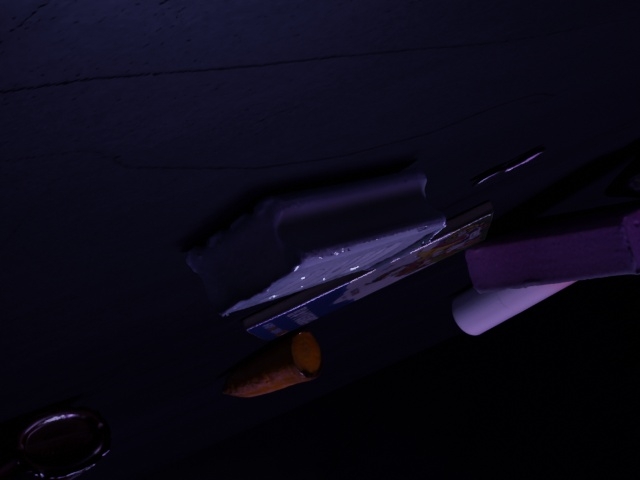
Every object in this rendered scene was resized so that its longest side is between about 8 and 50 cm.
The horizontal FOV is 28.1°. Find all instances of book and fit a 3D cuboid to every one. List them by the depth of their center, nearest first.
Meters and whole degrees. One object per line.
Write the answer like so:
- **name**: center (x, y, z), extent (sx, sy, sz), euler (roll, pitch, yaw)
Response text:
- **book**: center (0.064, 0.046, 1.583), extent (0.322, 0.018, 0.228), euler (-26, 170, 1)

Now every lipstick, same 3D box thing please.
- **lipstick**: center (0.372, 0.073, 2.301), extent (0.087, 0.087, 0.327), euler (-17, 167, -43)

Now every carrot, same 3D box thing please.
- **carrot**: center (-0.081, 0.192, 1.872), extent (0.072, 0.072, 0.205), euler (-16, 172, -46)

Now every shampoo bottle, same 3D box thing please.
- **shampoo bottle**: center (-0.375, 0.285, 1.539), extent (0.129, 0.084, 0.323), euler (-14, 166, -40)

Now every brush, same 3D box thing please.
- **brush**: center (0.190, -0.074, 1.293), extent (0.083, 0.008, 0.024), euler (-27, 169, 4)

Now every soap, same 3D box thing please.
- **soap**: center (0.000, 0.000, 1.038), extent (0.198, 0.063, 0.114), euler (-14, 167, -48)
- **soap**: center (0.344, 0.004, 1.682), extent (0.181, 0.081, 0.259), euler (-18, -176, -42)

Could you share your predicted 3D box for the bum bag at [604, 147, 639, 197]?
- **bum bag**: center (0.479, -0.123, 1.532), extent (0.144, 0.095, 0.340), euler (-25, 174, -36)
